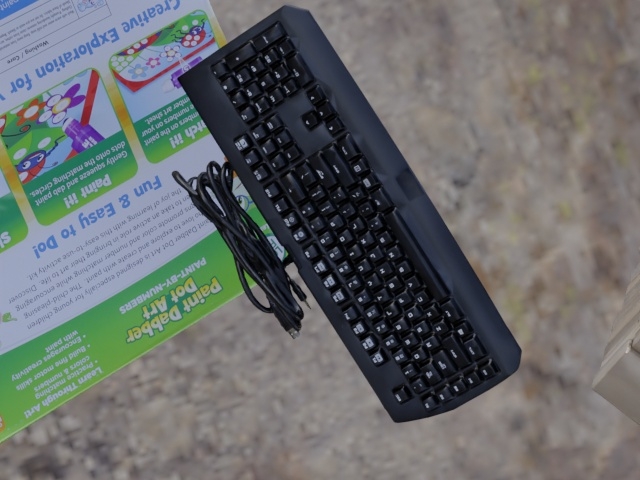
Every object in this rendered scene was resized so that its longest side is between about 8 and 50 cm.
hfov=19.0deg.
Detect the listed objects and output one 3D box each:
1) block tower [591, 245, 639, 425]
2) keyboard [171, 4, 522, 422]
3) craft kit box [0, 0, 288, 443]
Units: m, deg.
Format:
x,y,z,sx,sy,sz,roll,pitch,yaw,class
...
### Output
x,y,z,sx,sy,sz,roll,pitch,yaw,class
0.235,0.010,1.060,0.097,0.091,0.335,38,27,-2,block tower
0.000,0.000,0.848,0.192,0.100,0.038,57,25,-1,keyboard
-0.153,-0.042,1.146,0.250,0.061,0.247,-31,112,-24,craft kit box
